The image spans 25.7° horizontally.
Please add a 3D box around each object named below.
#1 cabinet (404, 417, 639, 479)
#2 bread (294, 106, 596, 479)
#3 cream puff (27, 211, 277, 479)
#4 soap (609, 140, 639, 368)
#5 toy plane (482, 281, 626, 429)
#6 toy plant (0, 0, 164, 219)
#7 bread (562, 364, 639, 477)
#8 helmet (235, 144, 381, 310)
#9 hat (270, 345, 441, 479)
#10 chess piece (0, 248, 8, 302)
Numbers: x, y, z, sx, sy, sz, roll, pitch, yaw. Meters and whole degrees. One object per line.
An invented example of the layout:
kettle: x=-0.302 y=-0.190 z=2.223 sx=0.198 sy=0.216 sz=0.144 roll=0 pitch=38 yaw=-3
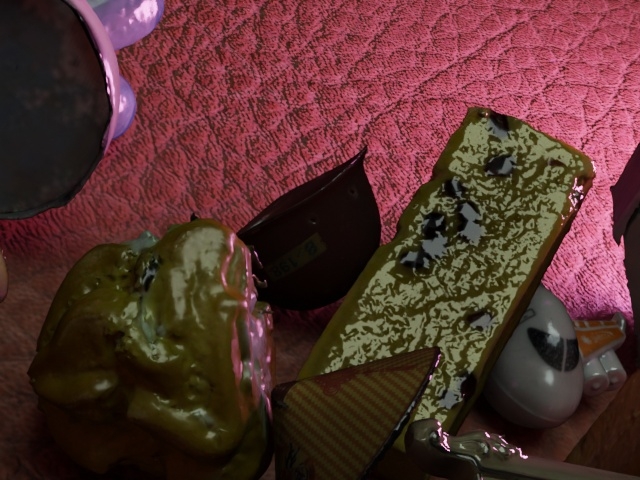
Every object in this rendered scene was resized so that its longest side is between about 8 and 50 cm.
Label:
cabinet: x=0.182 y=0.309 z=0.910 sx=0.318 sy=0.227 sz=0.290 roll=14 pitch=38 yaw=-18
bread: x=0.112 y=0.036 z=1.219 sx=0.138 sy=0.077 sz=0.361 roll=27 pitch=61 yaw=11
cream puff: x=-0.121 y=0.099 z=1.024 sx=0.195 sy=0.221 sz=0.194 roll=-5 pitch=57 yaw=8
soap: x=0.486 y=0.069 z=1.401 sx=0.446 sy=0.261 sz=0.156 roll=28 pitch=37 yaw=0
toy plane: x=0.184 y=0.072 z=1.321 sx=0.245 sy=0.117 sz=0.244 roll=20 pitch=34 yaw=-14
toy plant: x=-0.264 y=-0.180 z=1.271 sx=0.247 sy=0.247 sz=0.332 roll=25 pitch=24 yaw=-4
bread: x=0.320 y=0.218 z=1.120 sx=0.246 sy=0.239 sz=0.111 roll=19 pitch=41 yaw=-10
helmet: x=0.000 y=0.000 z=1.264 sx=0.106 sy=0.175 sz=0.155 roll=52 pitch=8 yaw=-5
hat: x=-0.001 y=0.132 z=1.010 sx=0.082 sy=0.193 sz=0.193 roll=36 pitch=34 yaw=0
chess piece: x=-0.335 y=0.051 z=1.037 sx=0.090 sy=0.090 sz=0.200 roll=40 pitch=48 yaw=18
